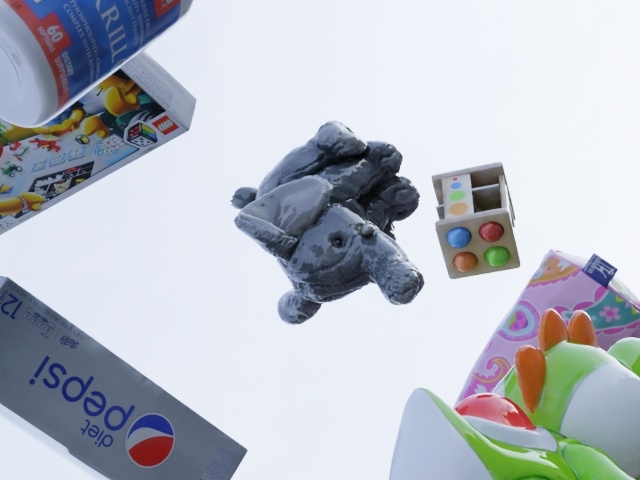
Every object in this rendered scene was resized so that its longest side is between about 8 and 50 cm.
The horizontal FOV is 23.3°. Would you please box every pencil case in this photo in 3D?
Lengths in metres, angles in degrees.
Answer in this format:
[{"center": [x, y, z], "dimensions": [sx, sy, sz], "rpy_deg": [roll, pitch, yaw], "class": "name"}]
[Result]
[{"center": [0.186, 0.144, 1.372], "dimensions": [0.284, 0.124, 0.124], "rpy_deg": [-58, -29, 4], "class": "pencil case"}]

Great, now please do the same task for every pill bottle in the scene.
[{"center": [-0.174, -0.193, 1.184], "dimensions": [0.221, 0.124, 0.124], "rpy_deg": [-43, -31, -30], "class": "pill bottle"}]

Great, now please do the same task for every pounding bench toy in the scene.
[{"center": [0.113, 0.000, 1.099], "dimensions": [0.065, 0.052, 0.083], "rpy_deg": [-89, -16, -50], "class": "pounding bench toy"}]

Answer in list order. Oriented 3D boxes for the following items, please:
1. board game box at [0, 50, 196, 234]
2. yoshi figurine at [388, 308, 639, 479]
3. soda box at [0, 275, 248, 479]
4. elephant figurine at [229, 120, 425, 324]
[{"center": [-0.299, -0.122, 1.533], "dimensions": [0.305, 0.053, 0.193], "rpy_deg": [-26, -52, 31], "class": "board game box"}, {"center": [0.146, 0.189, 0.952], "dimensions": [0.362, 0.204, 0.203], "rpy_deg": [-36, -34, -52], "class": "yoshi figurine"}, {"center": [-0.204, 0.140, 1.329], "dimensions": [0.286, 0.098, 0.091], "rpy_deg": [40, -109, -30], "class": "soda box"}, {"center": [0.000, 0.000, 1.480], "dimensions": [0.186, 0.169, 0.239], "rpy_deg": [-53, 9, 34], "class": "elephant figurine"}]
